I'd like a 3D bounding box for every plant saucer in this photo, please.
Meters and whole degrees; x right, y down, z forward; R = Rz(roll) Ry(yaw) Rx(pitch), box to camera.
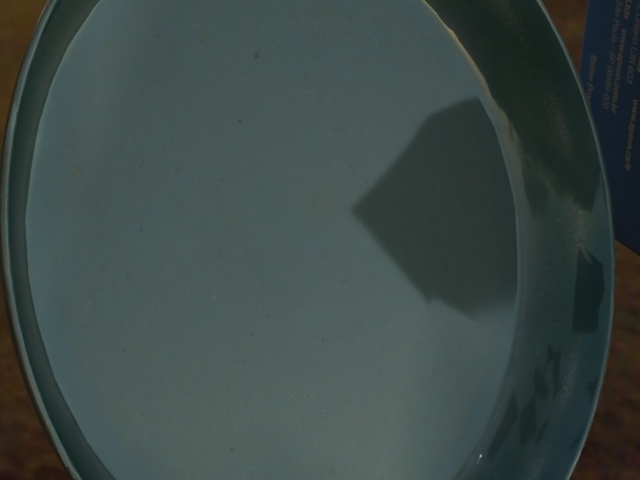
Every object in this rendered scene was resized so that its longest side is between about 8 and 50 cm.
[{"bbox_3d":[0.000,0.000,0.733,0.317,0.318,0.043,-1,-5,-41],"label":"plant saucer"}]

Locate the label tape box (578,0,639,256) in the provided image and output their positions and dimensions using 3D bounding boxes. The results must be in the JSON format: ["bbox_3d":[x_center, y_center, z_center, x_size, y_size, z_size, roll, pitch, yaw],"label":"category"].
[{"bbox_3d":[0.278,-0.055,0.926,0.106,0.241,0.333,-20,41,-29],"label":"label tape box"}]
